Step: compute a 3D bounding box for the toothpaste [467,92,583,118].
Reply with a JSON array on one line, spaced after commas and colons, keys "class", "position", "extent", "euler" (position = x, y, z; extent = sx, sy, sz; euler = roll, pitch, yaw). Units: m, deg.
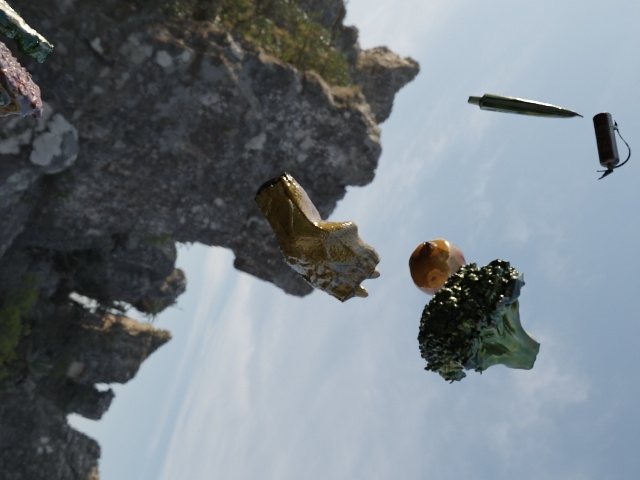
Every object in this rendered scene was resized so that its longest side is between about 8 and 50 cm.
[{"class": "toothpaste", "position": [0.369, -0.241, 1.090], "extent": [0.049, 0.204, 0.032], "euler": [-27, 127, -67]}]

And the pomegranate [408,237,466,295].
[{"class": "pomegranate", "position": [0.399, 0.093, 2.071], "extent": [0.209, 0.209, 0.209], "euler": [-51, -155, 36]}]

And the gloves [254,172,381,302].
[{"class": "gloves", "position": [-0.016, 0.004, 1.406], "extent": [0.155, 0.356, 0.203], "euler": [-45, 173, -19]}]

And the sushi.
[{"class": "sushi", "position": [-0.592, -0.268, 0.976], "extent": [0.161, 0.241, 0.108], "euler": [-27, -134, 10]}]

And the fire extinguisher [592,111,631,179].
[{"class": "fire extinguisher", "position": [0.670, -0.221, 1.389], "extent": [0.078, 0.045, 0.157], "euler": [-16, -118, 37]}]

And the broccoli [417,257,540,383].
[{"class": "broccoli", "position": [0.344, 0.178, 1.276], "extent": [0.288, 0.245, 0.248], "euler": [-27, -137, 60]}]

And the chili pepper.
[{"class": "chili pepper", "position": [-0.636, -0.448, 1.194], "extent": [0.061, 0.224, 0.098], "euler": [-40, -140, 7]}]
